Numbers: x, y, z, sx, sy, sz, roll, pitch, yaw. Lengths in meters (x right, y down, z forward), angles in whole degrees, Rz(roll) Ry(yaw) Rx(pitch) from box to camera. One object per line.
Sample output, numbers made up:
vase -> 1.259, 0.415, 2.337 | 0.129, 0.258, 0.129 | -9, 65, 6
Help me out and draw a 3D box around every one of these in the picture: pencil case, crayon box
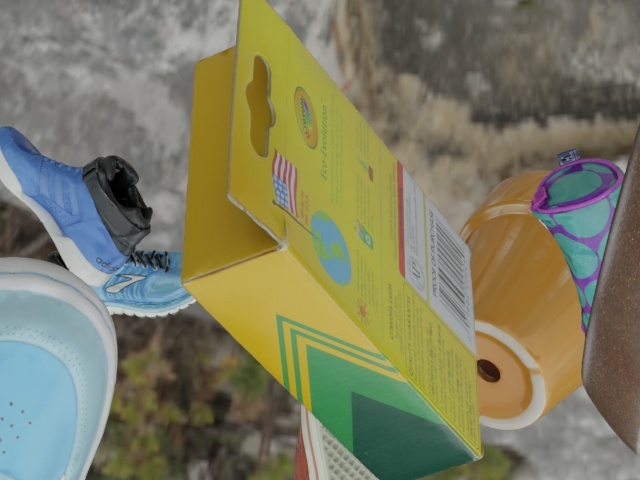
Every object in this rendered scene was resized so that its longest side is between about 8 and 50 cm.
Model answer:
pencil case -> 0.193, 0.014, 1.238 | 0.070, 0.064, 0.151 | -10, 128, 22
crayon box -> 0.000, 0.000, 1.225 | 0.081, 0.202, 0.318 | -20, 134, 23

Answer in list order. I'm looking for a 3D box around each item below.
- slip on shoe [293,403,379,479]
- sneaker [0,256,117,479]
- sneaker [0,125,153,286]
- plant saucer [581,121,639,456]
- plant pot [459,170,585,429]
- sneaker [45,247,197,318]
slip on shoe -> 0.018, 0.209, 1.808 | 0.123, 0.101, 0.331 | -5, 98, -34
sneaker -> -0.180, 0.174, 0.786 | 0.127, 0.208, 0.319 | 23, 115, -23
sneaker -> -0.186, -0.047, 1.383 | 0.084, 0.058, 0.152 | -44, 69, 18
plant saucer -> 0.121, -0.009, 0.633 | 0.029, 0.168, 0.168 | 14, 125, 14
plant pot -> 0.192, 0.070, 1.684 | 0.205, 0.188, 0.205 | 22, 135, 24
sneaker -> -0.172, 0.028, 1.631 | 0.162, 0.063, 0.073 | -9, 121, -2
